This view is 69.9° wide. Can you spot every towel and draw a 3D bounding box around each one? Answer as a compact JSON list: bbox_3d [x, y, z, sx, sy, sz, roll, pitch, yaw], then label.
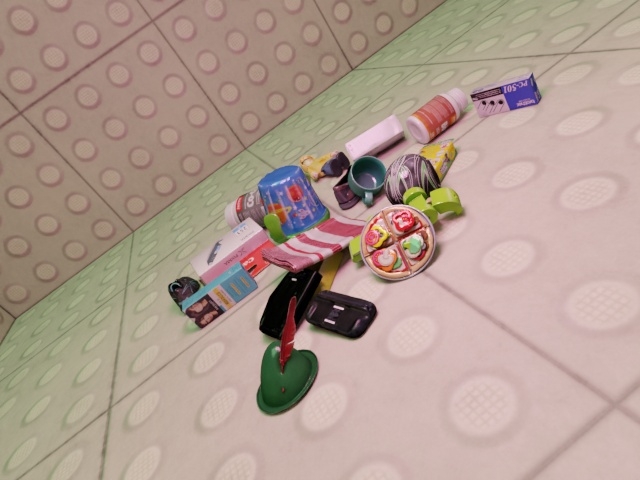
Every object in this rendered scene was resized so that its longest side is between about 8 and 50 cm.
[{"bbox_3d":[0.000,0.000,1.431,0.329,0.037,0.237,-26,21,-26],"label":"towel"}]

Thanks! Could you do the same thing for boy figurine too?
[{"bbox_3d":[0.011,-0.342,2.045,0.177,0.092,0.285,-48,32,-18],"label":"boy figurine"}]

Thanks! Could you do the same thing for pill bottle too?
[{"bbox_3d":[-0.263,-0.134,1.938,0.283,0.161,0.161,-16,32,35],"label":"pill bottle"},{"bbox_3d":[0.438,-0.469,1.711,0.216,0.121,0.121,-38,26,-4],"label":"pill bottle"}]

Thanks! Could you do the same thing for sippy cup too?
[{"bbox_3d":[-0.111,-0.142,1.657,0.240,0.223,0.305,-26,26,-7],"label":"sippy cup"}]

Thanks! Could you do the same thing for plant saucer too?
[{"bbox_3d":[-0.037,0.102,1.406,0.189,0.045,0.188,-17,31,33],"label":"plant saucer"}]

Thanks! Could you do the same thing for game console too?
[{"bbox_3d":[-0.016,0.187,1.216,0.362,0.044,0.213,9,62,46],"label":"game console"}]

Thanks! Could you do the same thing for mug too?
[{"bbox_3d":[0.154,-0.206,1.602,0.157,0.130,0.097,-54,-6,-19],"label":"mug"}]

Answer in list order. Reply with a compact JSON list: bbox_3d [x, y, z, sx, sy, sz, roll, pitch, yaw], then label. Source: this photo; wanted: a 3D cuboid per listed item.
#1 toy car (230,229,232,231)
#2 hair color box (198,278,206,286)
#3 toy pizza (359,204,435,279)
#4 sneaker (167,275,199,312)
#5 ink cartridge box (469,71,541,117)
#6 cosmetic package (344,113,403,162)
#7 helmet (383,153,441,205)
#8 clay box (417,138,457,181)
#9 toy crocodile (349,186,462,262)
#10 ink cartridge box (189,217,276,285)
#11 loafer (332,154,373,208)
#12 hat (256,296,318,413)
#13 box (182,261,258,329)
[{"bbox_3d":[-0.362,-0.061,2.059,0.041,0.060,0.122,12,53,16],"label":"toy car"},{"bbox_3d":[-0.410,0.123,1.817,0.141,0.043,0.072,-27,27,14],"label":"hair color box"},{"bbox_3d":[0.194,0.002,1.183,0.202,0.032,0.201,-6,74,24],"label":"toy pizza"},{"bbox_3d":[-0.539,0.185,1.798,0.101,0.106,0.267,-40,25,-7],"label":"sneaker"},{"bbox_3d":[0.623,-0.489,1.550,0.207,0.097,0.046,-2,42,49],"label":"ink cartridge box"},{"bbox_3d":[0.221,-0.402,1.851,0.231,0.085,0.117,-29,-7,11],"label":"cosmetic package"},{"bbox_3d":[0.268,-0.171,1.366,0.170,0.161,0.169,-28,27,16],"label":"helmet"},{"bbox_3d":[0.361,-0.248,1.510,0.128,0.053,0.222,-6,38,46],"label":"clay box"},{"bbox_3d":[0.228,-0.041,1.277,0.341,0.105,0.115,-34,37,14],"label":"toy crocodile"},{"bbox_3d":[-0.321,0.062,1.719,0.296,0.066,0.261,-38,38,-12],"label":"ink cartridge box"},{"bbox_3d":[0.134,-0.244,1.723,0.109,0.095,0.302,-13,34,40],"label":"loafer"},{"bbox_3d":[-0.119,0.264,1.073,0.173,0.183,0.208,-3,41,49],"label":"hat"},{"bbox_3d":[-0.343,0.187,1.564,0.244,0.100,0.060,-37,27,-2],"label":"box"}]
